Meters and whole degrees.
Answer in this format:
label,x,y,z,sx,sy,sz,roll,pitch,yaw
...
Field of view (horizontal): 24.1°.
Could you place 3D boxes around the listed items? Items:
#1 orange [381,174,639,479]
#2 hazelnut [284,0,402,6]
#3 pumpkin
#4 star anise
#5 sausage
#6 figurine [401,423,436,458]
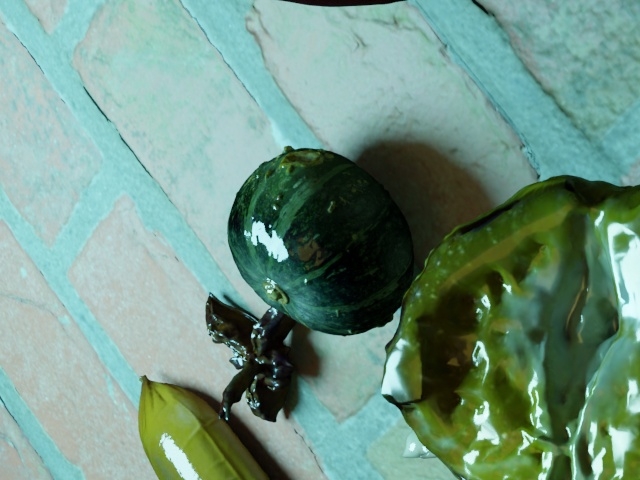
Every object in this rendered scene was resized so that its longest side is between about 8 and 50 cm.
label,x,y,z,sx,sy,sz,roll,pitch,yaw
orange,0.248,0.086,1.174,0.368,0.210,0.271,8,97,41
hazelnut,0.026,-0.368,1.052,0.353,0.421,0.421,15,118,51
pumpkin,0.001,0.001,1.411,0.190,0.146,0.190,21,148,14
star anise,-0.088,0.136,1.565,0.140,0.144,0.158,-14,100,54
sausage,-0.115,0.273,1.678,0.328,0.112,0.112,50,134,18
figurine,0.114,0.187,1.467,0.083,0.047,0.050,-8,92,40
